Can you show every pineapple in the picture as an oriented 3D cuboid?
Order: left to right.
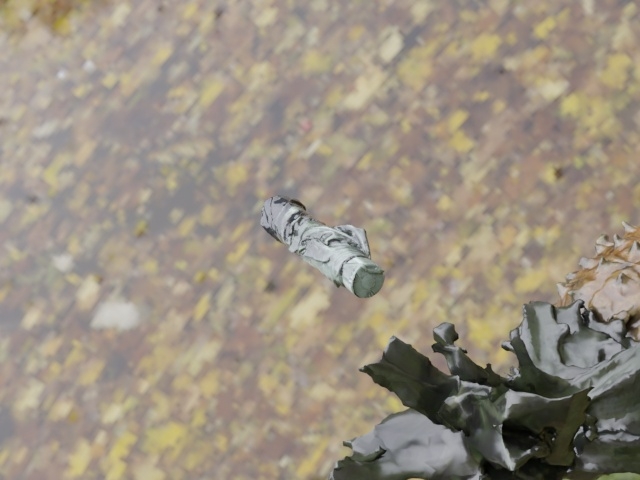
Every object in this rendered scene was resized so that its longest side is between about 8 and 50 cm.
[{"bbox_3d":[0.162,0.089,0.928,0.165,0.364,0.165,13,112,35],"label":"pineapple"}]

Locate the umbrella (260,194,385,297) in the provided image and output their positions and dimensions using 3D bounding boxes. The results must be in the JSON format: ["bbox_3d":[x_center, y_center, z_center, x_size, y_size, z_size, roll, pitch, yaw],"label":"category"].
[{"bbox_3d":[0.000,0.000,1.318,0.188,0.046,0.050,36,112,60],"label":"umbrella"}]
